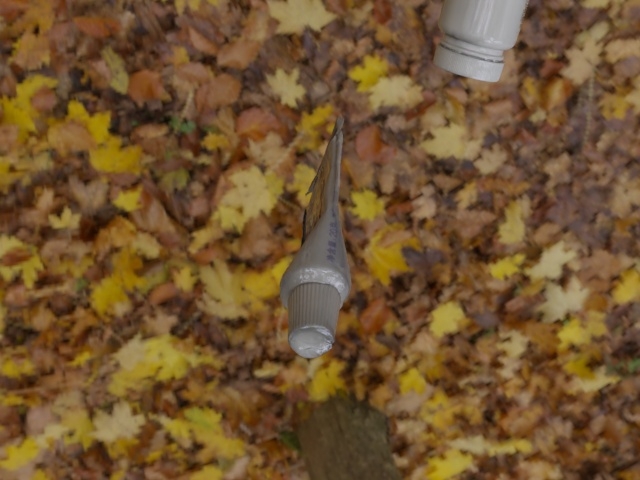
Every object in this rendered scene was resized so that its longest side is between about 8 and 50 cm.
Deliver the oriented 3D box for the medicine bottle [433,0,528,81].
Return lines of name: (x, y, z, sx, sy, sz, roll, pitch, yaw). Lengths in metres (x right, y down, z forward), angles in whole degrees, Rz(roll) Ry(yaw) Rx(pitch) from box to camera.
medicine bottle: (0.207, -0.300, 1.292, 0.102, 0.103, 0.187, 5, 112, -25)

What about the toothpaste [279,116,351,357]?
toothpaste: (-0.001, 0.001, 1.025, 0.099, 0.282, 0.068, -34, 120, 30)
